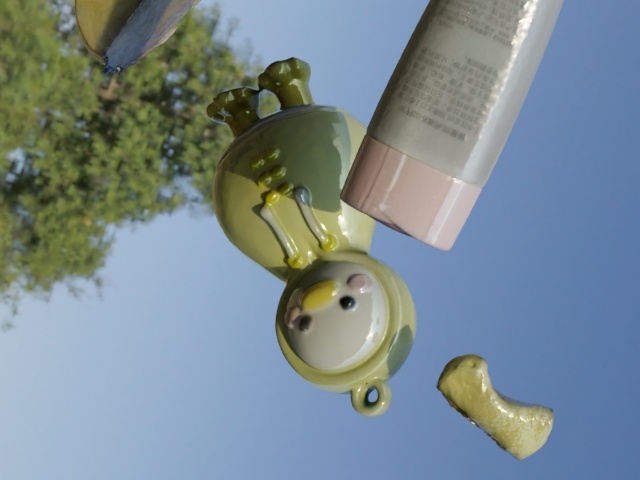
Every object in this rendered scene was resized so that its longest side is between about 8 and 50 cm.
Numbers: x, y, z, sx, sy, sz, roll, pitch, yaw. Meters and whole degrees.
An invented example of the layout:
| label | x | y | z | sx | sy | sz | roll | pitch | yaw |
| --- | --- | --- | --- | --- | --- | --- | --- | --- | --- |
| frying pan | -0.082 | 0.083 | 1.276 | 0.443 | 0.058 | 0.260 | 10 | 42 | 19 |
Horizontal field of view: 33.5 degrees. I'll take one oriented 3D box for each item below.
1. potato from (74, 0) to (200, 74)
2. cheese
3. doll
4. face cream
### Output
| label | x | y | z | sx | sy | sz | roll | pitch | yaw |
| --- | --- | --- | --- | --- | --- | --- | --- | --- | --- |
| potato | -0.172 | -0.298 | 1.126 | 0.243 | 0.098 | 0.138 | -49 | 174 | 13 |
| cheese | 0.116 | 0.107 | 0.700 | 0.044 | 0.083 | 0.030 | -46 | -175 | 21 |
| doll | -0.004 | -0.004 | 0.813 | 0.141 | 0.117 | 0.296 | -26 | -124 | 10 |
| face cream | 0.087 | -0.097 | 0.661 | 0.198 | 0.084 | 0.057 | -65 | 164 | 12 |
